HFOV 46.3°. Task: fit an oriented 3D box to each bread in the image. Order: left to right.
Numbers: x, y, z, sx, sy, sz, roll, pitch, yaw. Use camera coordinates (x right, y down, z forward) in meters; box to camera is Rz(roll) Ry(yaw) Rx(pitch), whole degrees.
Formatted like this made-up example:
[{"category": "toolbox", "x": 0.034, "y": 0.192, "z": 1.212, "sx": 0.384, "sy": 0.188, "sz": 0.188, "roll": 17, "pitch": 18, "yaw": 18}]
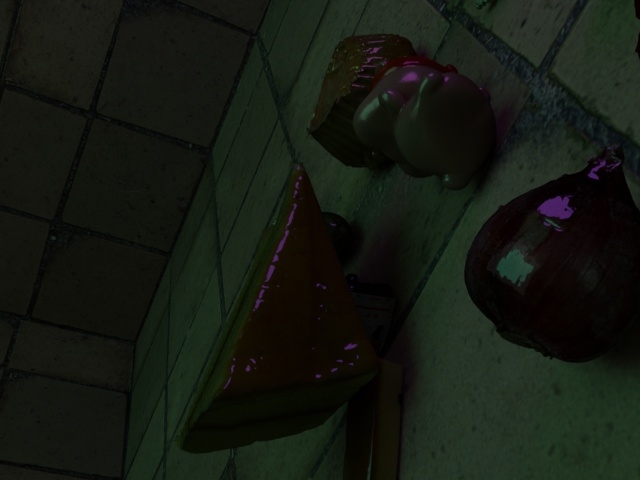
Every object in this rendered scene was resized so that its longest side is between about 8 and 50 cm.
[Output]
[{"category": "bread", "x": -0.094, "y": 0.081, "z": 1.062, "sx": 0.233, "sy": 0.244, "sz": 0.362, "roll": 124, "pitch": 137, "yaw": -52}, {"category": "bread", "x": 0.072, "y": -0.244, "z": 1.274, "sx": 0.240, "sy": 0.139, "sz": 0.240, "roll": -54, "pitch": 24, "yaw": 38}, {"category": "bread", "x": 0.067, "y": 0.272, "z": 0.987, "sx": 0.088, "sy": 0.049, "sz": 0.226, "roll": 140, "pitch": 141, "yaw": -58}]

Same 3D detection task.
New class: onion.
[{"category": "onion", "x": 0.217, "y": 0.007, "z": 0.649, "sx": 0.195, "sy": 0.159, "sz": 0.159, "roll": -60, "pitch": 20, "yaw": 2}]

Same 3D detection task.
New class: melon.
[{"category": "melon", "x": 0.000, "y": 0.000, "z": 1.330, "sx": 0.162, "sy": 0.099, "sz": 0.099, "roll": -24, "pitch": 51, "yaw": 64}]

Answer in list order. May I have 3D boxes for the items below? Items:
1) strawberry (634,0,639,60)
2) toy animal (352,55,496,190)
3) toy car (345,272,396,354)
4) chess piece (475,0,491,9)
[{"category": "strawberry", "x": 0.308, "y": -0.138, "z": 0.404, "sx": 0.261, "sy": 0.261, "sz": 0.258, "roll": -31, "pitch": 38, "yaw": 62}, {"category": "toy animal", "x": 0.138, "y": -0.165, "z": 1.001, "sx": 0.171, "sy": 0.171, "sz": 0.198, "roll": -68, "pitch": 22, "yaw": 14}, {"category": "toy car", "x": 0.034, "y": 0.107, "z": 1.160, "sx": 0.209, "sy": 0.089, "sz": 0.108, "roll": -163, "pitch": 81, "yaw": -68}, {"category": "chess piece", "x": 0.253, "y": -0.391, "z": 1.039, "sx": 0.059, "sy": 0.059, "sz": 0.149, "roll": -100, "pitch": 26, "yaw": -53}]
